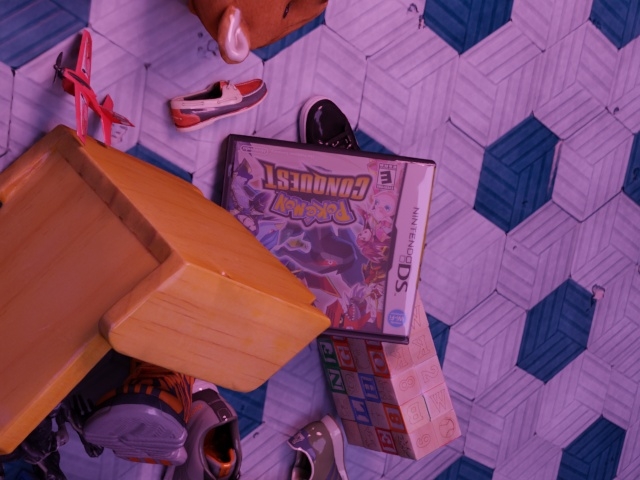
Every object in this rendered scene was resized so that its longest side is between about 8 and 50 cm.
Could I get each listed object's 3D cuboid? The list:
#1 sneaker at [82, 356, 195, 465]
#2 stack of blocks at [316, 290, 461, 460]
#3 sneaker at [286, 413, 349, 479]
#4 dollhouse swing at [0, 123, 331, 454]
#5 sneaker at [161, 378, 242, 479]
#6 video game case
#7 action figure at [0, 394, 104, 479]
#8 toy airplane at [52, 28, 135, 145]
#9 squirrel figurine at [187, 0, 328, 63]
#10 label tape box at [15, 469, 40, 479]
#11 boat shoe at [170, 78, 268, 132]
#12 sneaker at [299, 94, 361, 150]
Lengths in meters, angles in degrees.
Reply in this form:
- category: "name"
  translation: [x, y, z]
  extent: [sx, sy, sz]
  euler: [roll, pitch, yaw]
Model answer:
- category: "sneaker"
  translation: [-0.215, 0.170, 1.650]
  extent: [0.124, 0.321, 0.180]
  euler: [7, 74, -3]
- category: "stack of blocks"
  translation: [0.078, 0.152, 1.910]
  extent: [0.087, 0.171, 0.297]
  euler: [-24, 104, -30]
- category: "sneaker"
  translation: [-0.006, 0.354, 2.010]
  extent: [0.086, 0.064, 0.192]
  euler: [-21, 121, -22]
- category: "dollhouse swing"
  translation: [-0.243, 0.091, 1.517]
  extent: [0.315, 0.347, 0.305]
  euler: [25, 101, -43]
- category: "sneaker"
  translation: [-0.158, 0.327, 1.840]
  extent: [0.100, 0.108, 0.271]
  euler: [-18, 121, -33]
- category: "video game case"
  translation: [0.000, 0.000, 1.762]
  extent: [0.274, 0.035, 0.248]
  euler: [7, 101, -4]
- category: "action figure"
  translation: [-0.357, 0.210, 1.582]
  extent: [0.164, 0.141, 0.276]
  euler: [-42, 159, -6]
- category: "toy airplane"
  translation: [-0.268, -0.167, 1.559]
  extent: [0.151, 0.028, 0.151]
  euler: [-13, 90, -68]
- category: "squirrel figurine"
  translation: [-0.137, -0.390, 1.490]
  extent: [0.397, 0.281, 0.370]
  euler: [-8, 125, -21]
- category: "label tape box"
  translation: [-0.218, 0.429, 1.722]
  extent: [0.347, 0.249, 0.115]
  euler: [24, 91, -38]
- category: "boat shoe"
  translation: [-0.127, -0.180, 1.690]
  extent: [0.137, 0.049, 0.043]
  euler: [-25, 120, -24]
- category: "sneaker"
  translation: [0.051, -0.094, 1.819]
  extent: [0.079, 0.121, 0.217]
  euler: [-36, 127, -23]
